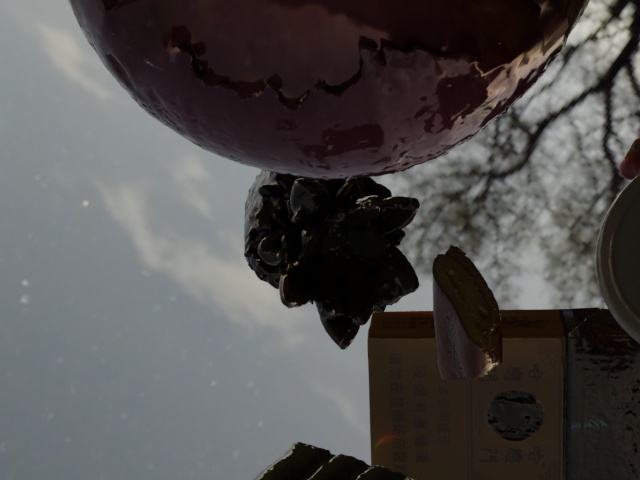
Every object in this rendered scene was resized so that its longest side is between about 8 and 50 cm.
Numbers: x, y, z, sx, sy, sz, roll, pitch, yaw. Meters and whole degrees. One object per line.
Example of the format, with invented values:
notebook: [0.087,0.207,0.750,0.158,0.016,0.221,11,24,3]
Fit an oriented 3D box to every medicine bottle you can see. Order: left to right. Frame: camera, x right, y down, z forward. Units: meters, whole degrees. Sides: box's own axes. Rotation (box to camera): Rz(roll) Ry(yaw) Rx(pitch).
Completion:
medicine bottle: [0.449,0.041,1.412,0.238,0.238,0.232,45,-171,29]

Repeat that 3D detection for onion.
onion: [0.007,-0.222,0.804,0.358,0.358,0.345,31,-168,-5]

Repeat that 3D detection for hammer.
hammer: [0.460,-0.119,1.815,0.043,0.043,0.083,36,-138,7]

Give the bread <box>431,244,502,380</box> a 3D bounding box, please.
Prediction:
bread: [0.187,0.115,1.564,0.067,0.192,0.119,-19,-142,-19]

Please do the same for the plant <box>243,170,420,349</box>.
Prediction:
plant: [0.000,0.000,1.515,0.181,0.194,0.320,18,-171,-14]

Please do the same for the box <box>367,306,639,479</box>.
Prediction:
box: [0.282,0.238,1.877,0.415,0.264,0.116,0,-163,8]

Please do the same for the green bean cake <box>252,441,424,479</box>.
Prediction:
green bean cake: [0.032,0.248,0.867,0.185,0.183,0.094,14,-148,39]
